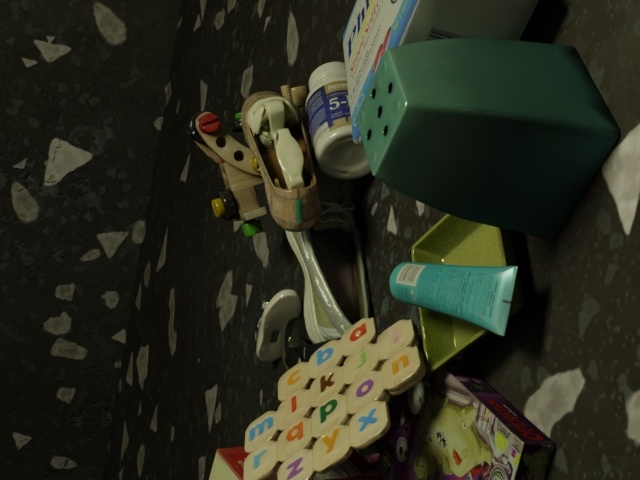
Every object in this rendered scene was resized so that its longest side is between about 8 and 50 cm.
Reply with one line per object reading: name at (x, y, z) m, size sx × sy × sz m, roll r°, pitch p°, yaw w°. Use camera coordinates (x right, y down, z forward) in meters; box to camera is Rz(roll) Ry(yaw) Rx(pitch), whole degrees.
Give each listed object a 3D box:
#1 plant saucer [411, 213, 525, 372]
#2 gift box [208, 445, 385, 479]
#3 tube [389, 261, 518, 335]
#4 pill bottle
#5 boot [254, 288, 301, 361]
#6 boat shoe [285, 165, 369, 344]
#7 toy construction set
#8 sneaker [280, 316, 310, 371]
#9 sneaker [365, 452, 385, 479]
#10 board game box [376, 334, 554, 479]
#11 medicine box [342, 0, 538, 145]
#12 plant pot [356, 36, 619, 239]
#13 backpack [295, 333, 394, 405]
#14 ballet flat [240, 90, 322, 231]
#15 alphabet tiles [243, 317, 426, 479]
plant saucer at (0.189, 0.048, 1.451) m, size 0.188 × 0.045 × 0.188 m, roll -47°, pitch 40°, yaw 49°
gift box at (-0.053, 0.438, 1.603) m, size 0.255 × 0.276 × 0.258 m, roll 43°, pitch 124°, yaw 53°
tube at (0.161, 0.060, 1.401) m, size 0.207 × 0.052 × 0.080 m, roll 9°, pitch 92°, yaw 59°
pill bottle at (0.035, -0.199, 1.887) m, size 0.186 × 0.112 × 0.112 m, roll -102°, pitch 28°, yaw -42°
boot at (-0.088, 0.135, 2.163) m, size 0.086 × 0.069 × 0.190 m, roll -106°, pitch 28°, yaw -42°
boat shoe at (0.020, 0.019, 1.858) m, size 0.103 × 0.118 × 0.320 m, roll -40°, pitch 50°, yaw 53°
toy construction set at (-0.076, -0.140, 2.100) m, size 0.309 × 0.257 × 0.237 m, roll -13°, pitch 88°, yaw 48°
sneaker at (0.000, 0.206, 1.882) m, size 0.130 × 0.087 × 0.227 m, roll 123°, pitch 145°, yaw -46°
sneaker at (0.076, 0.347, 1.690) m, size 0.119 × 0.047 × 0.057 m, roll 129°, pitch 132°, yaw -57°
board game box at (0.168, 0.272, 1.455) m, size 0.347 × 0.056 × 0.208 m, roll -139°, pitch 54°, yaw -66°
medicine box at (0.143, -0.288, 1.518) m, size 0.289 × 0.149 × 0.263 m, roll -95°, pitch 22°, yaw -52°
plant pot at (0.172, -0.128, 1.308) m, size 0.165 × 0.234 × 0.165 m, roll -102°, pitch 28°, yaw -45°
backpack at (0.046, 0.197, 1.710) m, size 0.182 × 0.115 × 0.152 m, roll -39°, pitch 62°, yaw 59°
ballet flat at (-0.059, -0.157, 1.849) m, size 0.106 × 0.108 × 0.316 m, roll 85°, pitch 167°, yaw -51°
alphabet tiles at (0.015, 0.214, 1.521) m, size 0.284 × 0.021 × 0.278 m, roll -36°, pitch 22°, yaw 13°
